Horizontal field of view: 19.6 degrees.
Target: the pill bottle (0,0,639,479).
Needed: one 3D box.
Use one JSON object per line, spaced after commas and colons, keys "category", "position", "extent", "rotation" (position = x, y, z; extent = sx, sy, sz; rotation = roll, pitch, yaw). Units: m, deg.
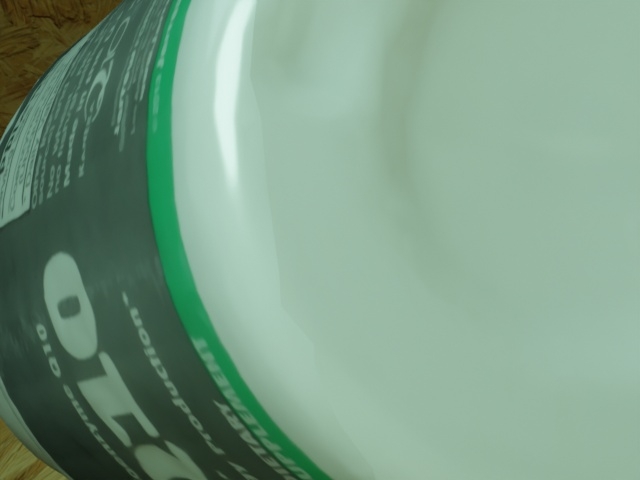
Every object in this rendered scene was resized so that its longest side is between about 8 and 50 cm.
{"category": "pill bottle", "position": [0.000, 0.000, 0.611], "extent": [0.204, 0.204, 0.361], "rotation": [-47, 10, -21]}
